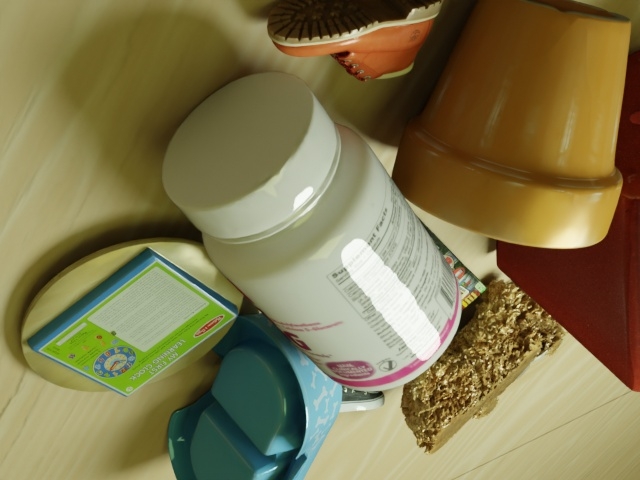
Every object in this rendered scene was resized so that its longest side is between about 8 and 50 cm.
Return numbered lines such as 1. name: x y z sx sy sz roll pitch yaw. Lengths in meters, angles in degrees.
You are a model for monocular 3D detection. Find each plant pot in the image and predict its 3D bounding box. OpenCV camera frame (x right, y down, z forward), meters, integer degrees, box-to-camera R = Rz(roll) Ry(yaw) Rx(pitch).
1. plant pot: 0.360 -0.047 0.948 0.267 0.267 0.235 -31 133 -9
2. plant pot: 0.183 -0.120 0.767 0.205 0.205 0.188 -6 119 -36

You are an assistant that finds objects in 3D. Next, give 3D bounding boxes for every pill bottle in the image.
1. pill bottle: 0.000 0.000 0.735 0.160 0.160 0.283 -38 133 1

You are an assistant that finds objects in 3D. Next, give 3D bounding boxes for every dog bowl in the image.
1. dog bowl: -0.072 0.198 0.931 0.074 0.166 0.297 -18 142 -44

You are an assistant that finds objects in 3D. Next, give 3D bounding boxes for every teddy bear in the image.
1. teddy bear: 0.238 0.151 1.205 0.338 0.113 0.245 -41 153 -8

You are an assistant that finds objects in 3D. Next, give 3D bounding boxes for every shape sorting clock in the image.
1. shape sorting clock: -0.171 0.071 0.793 0.206 0.040 0.206 -15 137 -15

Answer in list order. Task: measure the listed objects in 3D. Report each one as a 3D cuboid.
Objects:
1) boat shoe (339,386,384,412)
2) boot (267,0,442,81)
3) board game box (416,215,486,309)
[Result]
1. boat shoe: 0.038 0.200 1.120 0.142 0.049 0.040 6 89 -50
2. boot: 0.025 -0.158 0.689 0.158 0.059 0.084 -16 145 -29
3. board game box: 0.102 0.053 1.022 0.136 0.030 0.260 -41 145 9
